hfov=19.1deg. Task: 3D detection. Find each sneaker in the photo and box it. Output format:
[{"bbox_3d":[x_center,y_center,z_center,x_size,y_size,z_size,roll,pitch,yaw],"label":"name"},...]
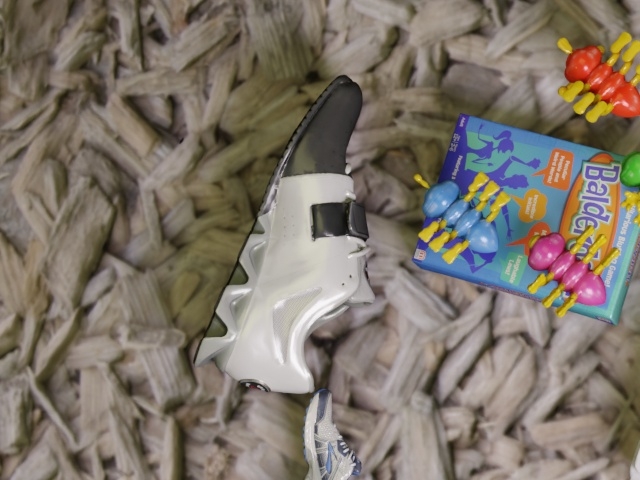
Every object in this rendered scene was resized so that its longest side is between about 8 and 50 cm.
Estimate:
[{"bbox_3d":[0.000,0.000,1.914,0.146,0.122,0.330,21,84,3],"label":"sneaker"},{"bbox_3d":[0.013,0.215,1.889,0.058,0.052,0.135,-1,85,7],"label":"sneaker"}]

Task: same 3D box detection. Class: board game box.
[{"bbox_3d":[0.214,-0.022,1.874,0.210,0.047,0.160,16,83,19],"label":"board game box"}]

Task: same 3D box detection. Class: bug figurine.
[{"bbox_3d":[0.236,-0.053,1.810,0.279,0.072,0.216,-43,76,-1],"label":"bug figurine"}]

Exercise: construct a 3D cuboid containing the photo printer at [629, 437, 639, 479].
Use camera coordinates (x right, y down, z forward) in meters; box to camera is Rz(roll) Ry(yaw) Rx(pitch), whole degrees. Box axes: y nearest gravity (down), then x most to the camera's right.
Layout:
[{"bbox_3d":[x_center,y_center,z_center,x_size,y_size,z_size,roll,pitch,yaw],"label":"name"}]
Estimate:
[{"bbox_3d":[0.465,0.154,1.723,0.307,0.107,0.256,19,84,21],"label":"photo printer"}]
